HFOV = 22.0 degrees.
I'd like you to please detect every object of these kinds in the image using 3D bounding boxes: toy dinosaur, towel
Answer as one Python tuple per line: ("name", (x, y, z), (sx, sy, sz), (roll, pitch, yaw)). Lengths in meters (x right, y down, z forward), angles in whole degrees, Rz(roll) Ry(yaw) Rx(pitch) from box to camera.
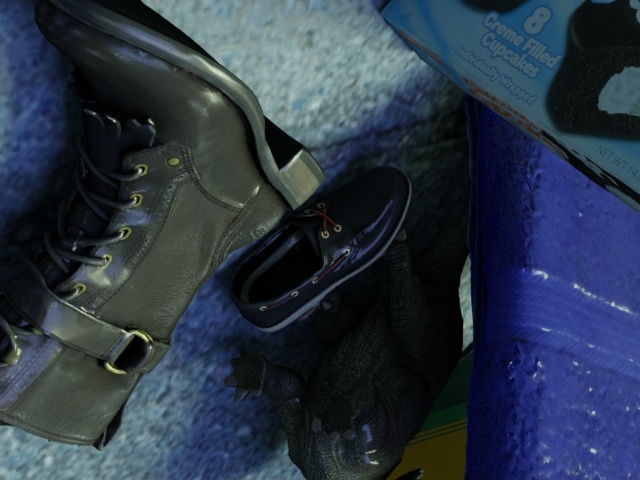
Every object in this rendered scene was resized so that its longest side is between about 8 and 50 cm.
("toy dinosaur", (0.035, 0.082, 1.075), (0.160, 0.121, 0.313), (49, 52, -54))
("towel", (0.170, 0.053, 1.047), (0.228, 0.076, 0.308), (22, 64, -40))

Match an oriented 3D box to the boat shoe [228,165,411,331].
("boat shoe", (0.001, 0.001, 1.007), (0.133, 0.049, 0.042), (-41, 149, -2))

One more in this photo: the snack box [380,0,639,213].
("snack box", (0.200, -0.111, 0.881), (0.187, 0.322, 0.060), (-49, 141, 0))

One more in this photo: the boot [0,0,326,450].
("boot", (-0.121, 0.002, 0.859), (0.229, 0.091, 0.263), (-49, 144, -1))

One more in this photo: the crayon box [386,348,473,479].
("crayon box", (0.158, 0.213, 1.149), (0.165, 0.278, 0.081), (-40, 143, -11))
